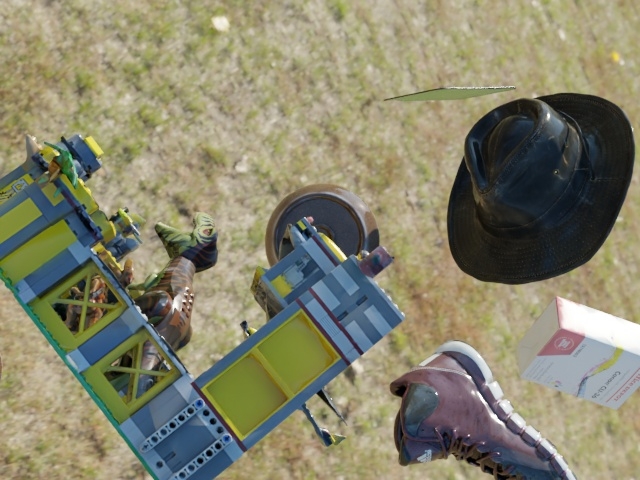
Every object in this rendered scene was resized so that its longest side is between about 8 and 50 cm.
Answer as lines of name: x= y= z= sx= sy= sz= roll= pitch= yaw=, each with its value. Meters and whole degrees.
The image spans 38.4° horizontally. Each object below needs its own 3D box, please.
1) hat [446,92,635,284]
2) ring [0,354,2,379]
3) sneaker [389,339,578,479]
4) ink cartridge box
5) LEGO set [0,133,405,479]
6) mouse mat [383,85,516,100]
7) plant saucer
hat: x=0.286 y=-0.106 z=1.322 sx=0.134 sy=0.331 sz=0.331 roll=38 pitch=46 yaw=-41
ring: x=-0.467 y=0.177 z=0.872 sx=0.336 sy=0.337 sz=0.032 roll=-4 pitch=47 yaw=-52
sneaker: x=0.182 y=0.266 z=1.122 sx=0.162 sy=0.106 sz=0.281 roll=-22 pitch=58 yaw=-26
ink cartridge box: x=0.392 y=0.166 z=1.293 sx=0.198 sy=0.115 sz=0.067 roll=18 pitch=41 yaw=-10
LEGO set: x=-0.077 y=0.034 z=0.623 sx=0.192 sy=0.331 sz=0.255 roll=-38 pitch=76 yaw=-14
mouse mat: x=0.222 y=-0.252 z=1.584 sx=0.189 sy=0.152 sz=0.007 roll=-6 pitch=93 yaw=-36
plant saucer: x=0.000 y=0.000 z=1.312 sx=0.029 sy=0.168 sz=0.169 roll=26 pitch=47 yaw=-81
